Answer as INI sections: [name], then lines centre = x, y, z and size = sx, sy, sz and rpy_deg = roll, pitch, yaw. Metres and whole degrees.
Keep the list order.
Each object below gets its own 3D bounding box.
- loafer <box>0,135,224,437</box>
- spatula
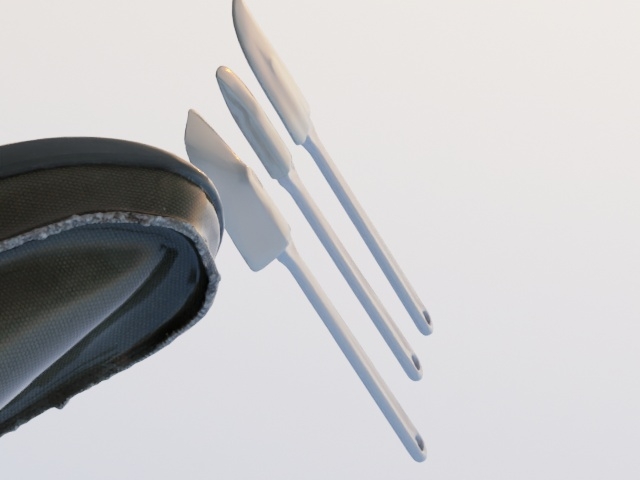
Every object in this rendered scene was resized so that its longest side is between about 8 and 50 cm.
[loafer]
centre = -0.133, 0.052, 0.565
size = 0.251, 0.094, 0.087
rpy_deg = -25, -130, -17
[spatula]
centre = 0.000, 0.000, 1.046
size = 0.019, 0.242, 0.168
rpy_deg = -22, -151, 17
